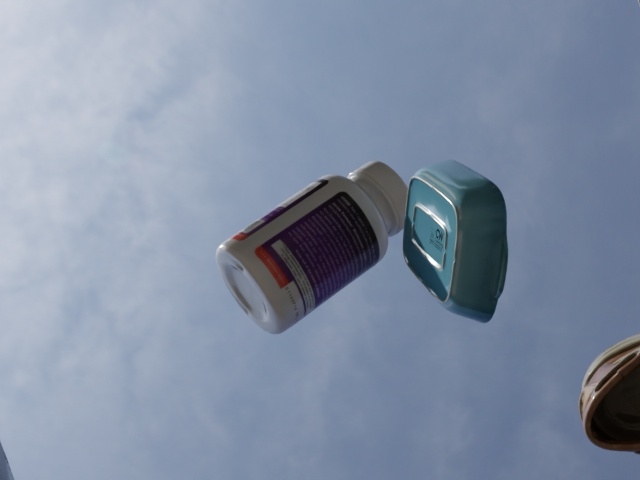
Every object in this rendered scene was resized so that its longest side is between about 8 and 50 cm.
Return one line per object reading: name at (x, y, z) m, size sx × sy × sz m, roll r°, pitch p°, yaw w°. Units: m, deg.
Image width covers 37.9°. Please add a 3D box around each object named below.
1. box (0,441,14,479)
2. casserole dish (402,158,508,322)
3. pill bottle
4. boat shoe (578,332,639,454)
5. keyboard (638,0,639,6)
box at (-0.145, 0.093, 0.339) m, size 0.052 × 0.062 × 0.083 m, roll -29°, pitch -120°, yaw -9°
casserole dish at (0.105, -0.003, 0.772) m, size 0.037 × 0.188 × 0.114 m, roll 0°, pitch -74°, yaw -12°
pill bottle at (0.000, 0.000, 0.946) m, size 0.193 × 0.108 × 0.108 m, roll -35°, pitch -108°, yaw -22°
boat shoe at (0.359, 0.095, 0.777) m, size 0.324 × 0.116 × 0.123 m, roll -40°, pitch -100°, yaw 28°
keyboard at (0.318, -0.361, 0.910) m, size 0.072 × 0.014 × 0.256 m, roll -16°, pitch -85°, yaw 1°
